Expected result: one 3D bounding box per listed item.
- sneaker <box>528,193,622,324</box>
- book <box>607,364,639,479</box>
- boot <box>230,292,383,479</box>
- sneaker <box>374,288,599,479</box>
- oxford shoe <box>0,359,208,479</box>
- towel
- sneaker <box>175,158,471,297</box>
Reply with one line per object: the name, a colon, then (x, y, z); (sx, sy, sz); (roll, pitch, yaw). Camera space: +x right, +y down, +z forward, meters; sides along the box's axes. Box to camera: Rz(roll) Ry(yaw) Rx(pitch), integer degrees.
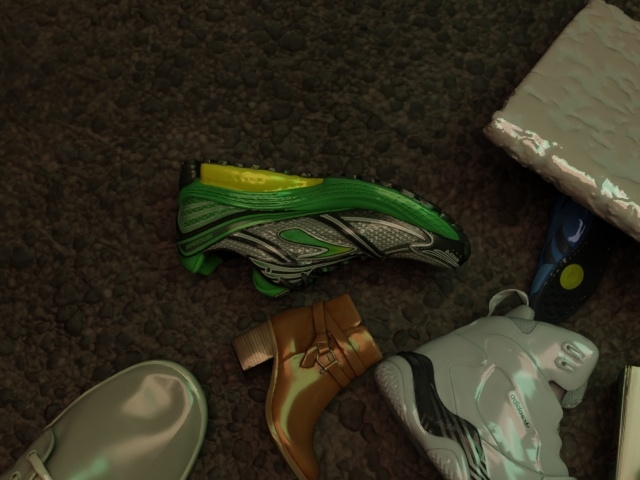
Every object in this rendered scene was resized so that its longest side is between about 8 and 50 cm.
sneaker: (0.294, 0.000, 1.156); (0.069, 0.082, 0.209); (25, 95, -28)
book: (0.335, 0.216, 1.079); (0.035, 0.096, 0.144); (9, 76, 11)
boot: (0.002, 0.165, 1.113); (0.152, 0.073, 0.197); (-22, 80, -8)
sneaker: (0.237, 0.223, 1.043); (0.210, 0.137, 0.366); (-36, 68, -6)
oxford shoe: (-0.301, 0.302, 1.058); (0.449, 0.130, 0.169); (-41, 78, -9)
towel: (0.380, -0.111, 1.109); (0.332, 0.053, 0.317); (35, 50, 8)
sneaker: (0.000, 0.000, 1.134); (0.343, 0.134, 0.146); (6, 84, 12)
